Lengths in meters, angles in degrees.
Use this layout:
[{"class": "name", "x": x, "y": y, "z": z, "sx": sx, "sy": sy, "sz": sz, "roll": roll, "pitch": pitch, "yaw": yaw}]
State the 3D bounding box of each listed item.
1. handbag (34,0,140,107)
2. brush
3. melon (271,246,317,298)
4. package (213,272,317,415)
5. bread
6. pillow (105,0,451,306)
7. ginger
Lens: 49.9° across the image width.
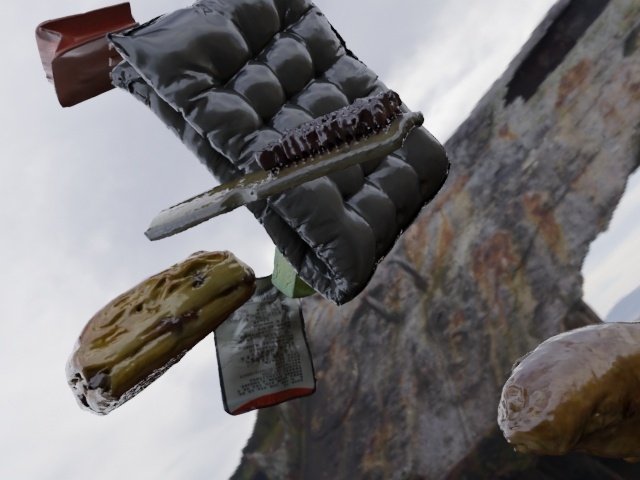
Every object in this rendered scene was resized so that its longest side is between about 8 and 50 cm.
[{"class": "handbag", "x": -0.366, "y": -0.298, "z": 1.110, "sx": 0.157, "sy": 0.059, "sz": 0.212, "roll": -27, "pitch": -3, "yaw": -19}, {"class": "brush", "x": -0.043, "y": -0.049, "z": 0.482, "sx": 0.248, "sy": 0.036, "sz": 0.043, "roll": -16, "pitch": 18, "yaw": 39}, {"class": "melon", "x": 0.000, "y": 0.000, "z": 1.079, "sx": 0.209, "sy": 0.064, "sz": 0.118, "roll": -45, "pitch": -40, "yaw": -30}, {"class": "package", "x": -0.096, "y": 0.159, "z": 1.130, "sx": 0.166, "sy": 0.231, "sz": 0.040, "roll": -10, "pitch": 6, "yaw": -20}, {"class": "bread", "x": -0.201, "y": 0.105, "z": 0.831, "sx": 0.235, "sy": 0.099, "sz": 0.210, "roll": -38, "pitch": -2, "yaw": -29}, {"class": "pillow", "x": -0.023, "y": -0.123, "z": 0.693, "sx": 0.228, "sy": 0.326, "sz": 0.101, "roll": -48, "pitch": 6, "yaw": -34}, {"class": "ginger", "x": 0.342, "y": 0.179, "z": 0.809, "sx": 0.321, "sy": 0.165, "sz": 0.172, "roll": -7, "pitch": 12, "yaw": -11}]
